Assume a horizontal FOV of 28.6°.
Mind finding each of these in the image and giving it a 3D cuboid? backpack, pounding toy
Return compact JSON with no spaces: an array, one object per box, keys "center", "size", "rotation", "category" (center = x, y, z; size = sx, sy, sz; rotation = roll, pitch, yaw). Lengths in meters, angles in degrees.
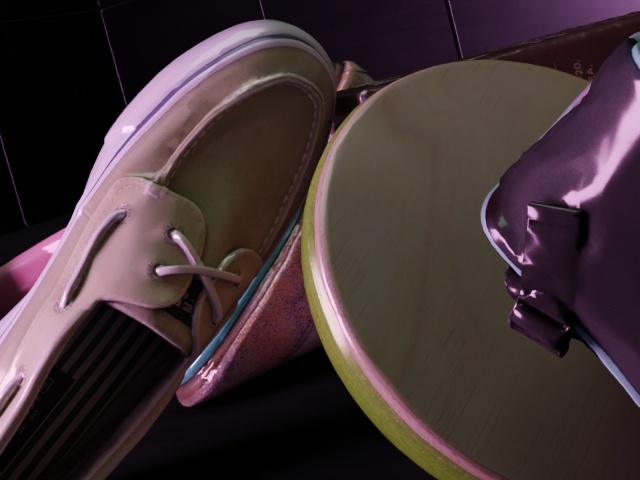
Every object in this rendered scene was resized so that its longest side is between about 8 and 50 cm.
[{"center":[0.163,-0.011,0.380],"size":[0.144,0.166,0.188],"rotation":[-50,-13,34],"category":"backpack"},{"center":[0.091,0.029,0.491],"size":[0.236,0.183,0.110],"rotation":[-15,-25,-29],"category":"pounding toy"}]

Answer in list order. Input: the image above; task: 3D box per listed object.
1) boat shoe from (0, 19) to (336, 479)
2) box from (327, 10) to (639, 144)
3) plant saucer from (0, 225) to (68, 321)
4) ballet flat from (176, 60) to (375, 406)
[{"center":[-0.082,0.027,0.613],"size":[0.302,0.109,0.094],"rotation":[-55,33,-3],"category":"boat shoe"},{"center":[0.111,-0.027,0.725],"size":[0.203,0.167,0.168],"rotation":[-16,7,-14],"category":"box"},{"center":[-0.136,0.008,1.048],"size":[0.332,0.084,0.332],"rotation":[-28,2,1],"category":"plant saucer"},{"center":[0.000,0.000,0.858],"size":[0.107,0.106,0.316],"rotation":[-35,25,48],"category":"ballet flat"}]
